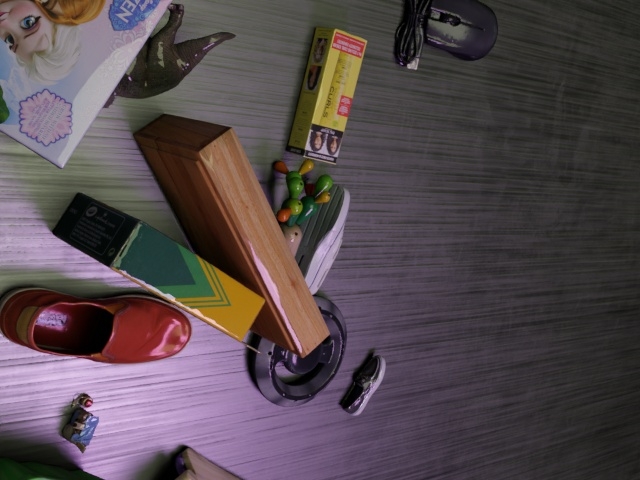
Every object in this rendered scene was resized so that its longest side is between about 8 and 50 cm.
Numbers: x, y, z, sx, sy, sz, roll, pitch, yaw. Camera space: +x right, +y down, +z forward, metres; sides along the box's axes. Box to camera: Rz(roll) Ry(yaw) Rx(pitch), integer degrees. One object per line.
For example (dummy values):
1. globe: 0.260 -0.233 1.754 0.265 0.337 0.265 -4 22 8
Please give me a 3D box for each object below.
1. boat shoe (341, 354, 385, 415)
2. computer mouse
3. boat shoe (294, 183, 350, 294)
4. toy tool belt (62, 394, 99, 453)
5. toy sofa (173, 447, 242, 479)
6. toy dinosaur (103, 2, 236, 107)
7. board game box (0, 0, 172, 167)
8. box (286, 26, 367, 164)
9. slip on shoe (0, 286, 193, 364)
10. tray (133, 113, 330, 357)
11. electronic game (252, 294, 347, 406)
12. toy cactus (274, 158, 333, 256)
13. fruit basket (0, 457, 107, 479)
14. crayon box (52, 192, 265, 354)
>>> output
1. boat shoe: 0.092 0.308 1.742 0.040 0.049 0.142 30 86 -42
2. computer mouse: 0.276 -0.427 1.641 0.272 0.072 0.188 -1 104 -40
3. boat shoe: 0.000 0.000 1.553 0.076 0.083 0.226 17 104 -54
4. toy tool belt: -0.383 0.300 1.330 0.052 0.051 0.083 19 91 -43
5. toy sofa: -0.183 0.557 1.543 0.150 0.177 0.362 -40 131 7
6. toy dinosaur: -0.277 -0.272 1.213 0.313 0.121 0.160 -21 129 -39
7. board game box: -0.383 -0.309 1.038 0.318 0.066 0.319 33 84 -19
8. box: 0.011 -0.261 1.478 0.087 0.058 0.232 10 97 -41
9. slip on shoe: -0.338 0.143 1.286 0.331 0.101 0.123 15 92 -44
10. tray: -0.142 -0.003 1.329 0.076 0.203 0.411 -41 125 -24
11. electronic game: -0.037 0.218 1.600 0.229 0.048 0.229 -13 111 -37
12. toy cactus: -0.065 -0.042 1.467 0.219 0.112 0.180 -47 154 -42
13. fruit basket: -0.408 0.530 1.175 0.283 0.392 0.392 27 86 -42
14. crayon box: -0.232 0.053 1.277 0.323 0.203 0.083 39 78 -42
